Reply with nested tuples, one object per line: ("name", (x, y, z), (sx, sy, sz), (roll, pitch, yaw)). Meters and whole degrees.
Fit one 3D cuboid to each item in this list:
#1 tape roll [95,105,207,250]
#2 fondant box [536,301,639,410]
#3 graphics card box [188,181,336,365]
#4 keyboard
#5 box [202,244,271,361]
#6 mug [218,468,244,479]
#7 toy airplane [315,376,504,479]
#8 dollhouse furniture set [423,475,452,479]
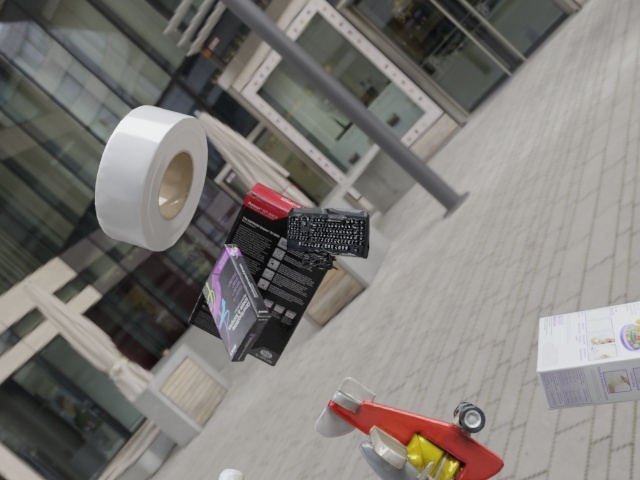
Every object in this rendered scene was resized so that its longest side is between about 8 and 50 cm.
("tape roll", (-0.333, -0.125, 1.339), (0.286, 0.100, 0.286), (16, -90, -79))
("fondant box", (0.601, 0.212, 1.289), (0.330, 0.096, 0.238), (-15, 13, 24))
("graphics card box", (-0.121, 0.081, 1.484), (0.371, 0.233, 0.094), (-63, 2, 24))
("keyboard", (0.000, 0.000, 1.018), (0.038, 0.100, 0.192), (-5, 6, -38))
("box", (-0.143, 0.103, 1.098), (0.029, 0.162, 0.116), (2, -48, -38))
("mug", (-0.172, 0.480, 1.278), (0.078, 0.062, 0.064), (64, -153, -55))
("toy airplane", (0.169, 0.477, 1.519), (0.384, 0.386, 0.272), (2, 77, 52))
("dollhouse furniture set", (0.365, 0.814, 1.970), (0.303, 0.286, 0.198), (-27, -30, -33))
